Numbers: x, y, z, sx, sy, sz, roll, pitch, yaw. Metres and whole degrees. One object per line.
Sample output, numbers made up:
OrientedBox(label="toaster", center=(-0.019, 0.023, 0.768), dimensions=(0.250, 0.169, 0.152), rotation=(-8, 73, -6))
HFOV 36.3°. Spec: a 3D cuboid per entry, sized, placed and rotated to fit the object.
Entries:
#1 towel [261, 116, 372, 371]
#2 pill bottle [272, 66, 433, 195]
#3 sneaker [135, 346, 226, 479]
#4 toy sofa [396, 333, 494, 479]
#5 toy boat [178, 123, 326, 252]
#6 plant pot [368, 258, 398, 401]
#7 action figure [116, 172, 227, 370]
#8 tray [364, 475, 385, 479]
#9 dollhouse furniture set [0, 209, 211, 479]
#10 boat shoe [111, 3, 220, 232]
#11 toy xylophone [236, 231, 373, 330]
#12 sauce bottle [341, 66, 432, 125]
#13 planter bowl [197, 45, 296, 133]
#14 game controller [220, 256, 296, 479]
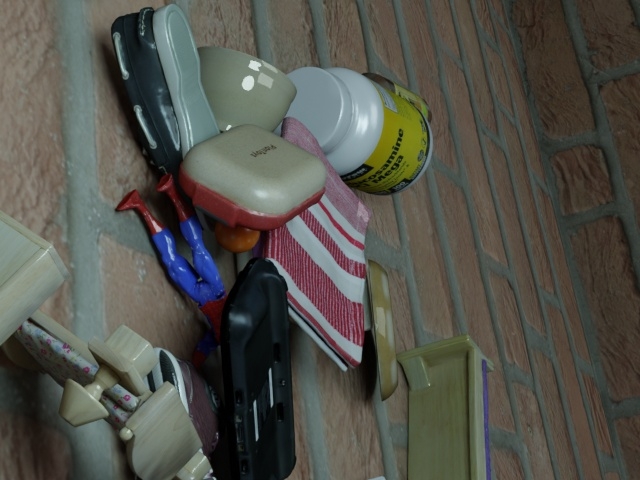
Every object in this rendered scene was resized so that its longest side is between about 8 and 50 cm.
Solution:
OrientedBox(label="towel", center=(0.000, 0.000, 1.436), dimensions=(0.237, 0.037, 0.329), rotation=(49, 32, -36))
OrientedBox(label="pill bottle", center=(0.051, -0.190, 1.690), dimensions=(0.334, 0.188, 0.187), rotation=(12, 62, -61))
OrientedBox(label="sneaker", center=(-0.140, 0.259, 1.094), dimensions=(0.162, 0.107, 0.281), rotation=(21, 59, -72))
OrientedBox(label="toy sofa", center=(0.234, 0.362, 1.707), dimensions=(0.177, 0.150, 0.362), rotation=(48, 33, -36))
OrientedBox(label="toy boat", center=(-0.092, -0.052, 1.259), dimensions=(0.151, 0.151, 0.231), rotation=(29, 26, 13))
OrientedBox(label="plant pot", center=(0.105, 0.147, 1.619), dimensions=(0.236, 0.032, 0.236), rotation=(-5, 90, -87))
OrientedBox(label="action figure", center=(-0.155, 0.071, 1.207), dimensions=(0.280, 0.092, 0.139), rotation=(59, 21, -21))
OrientedBox(label="tray", center=(0.044, 0.429, 1.417), dimensions=(0.270, 0.030, 0.145), rotation=(13, 62, -61))
OrientedBox(label="dollhouse furniture set", center=(-0.291, 0.130, 0.881), dimensions=(0.174, 0.303, 0.355), rotation=(-48, 154, -23))
OrientedBox(label="boat shoe", center=(-0.195, -0.153, 1.282), dimensions=(0.114, 0.091, 0.302), rotation=(-42, 124, -67))
OrientedBox(label="toy xylophone", center=(-0.036, 0.026, 1.486), dimensions=(0.323, 0.081, 0.236), rotation=(23, 52, -58))
OrientedBox(label="sauce bottle", center=(0.116, -0.275, 1.974), dimensions=(0.344, 0.111, 0.111), rotation=(7, 66, -61))
OrientedBox(label="planter bowl", center=(-0.127, -0.190, 1.397), dimensions=(0.162, 0.162, 0.109), rotation=(35, 69, -51))
OrientedBox(label="game controller", center=(-0.079, 0.185, 1.180), dimensions=(0.166, 0.067, 0.319), rotation=(-49, 141, -58))
